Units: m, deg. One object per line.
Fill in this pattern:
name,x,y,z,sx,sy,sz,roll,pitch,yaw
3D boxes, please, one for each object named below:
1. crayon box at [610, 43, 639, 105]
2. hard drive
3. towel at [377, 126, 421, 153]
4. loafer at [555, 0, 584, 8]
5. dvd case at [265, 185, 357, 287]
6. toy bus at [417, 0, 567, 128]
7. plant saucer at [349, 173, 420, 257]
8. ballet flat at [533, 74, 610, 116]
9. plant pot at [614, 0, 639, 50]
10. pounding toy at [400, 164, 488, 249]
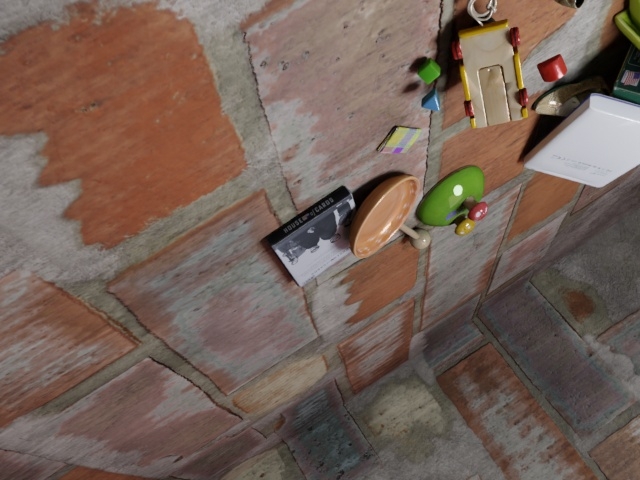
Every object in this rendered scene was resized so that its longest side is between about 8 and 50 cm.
crayon box,0.703,-0.326,1.412,0.202,0.081,0.318,-62,160,-12
hard drive,0.621,-0.213,1.402,0.319,0.210,0.040,113,-8,-74
towel,0.144,-0.182,1.132,0.083,0.009,0.060,-8,143,-47
loafer,0.432,-0.436,0.996,0.056,0.050,0.148,-22,152,-28
dvd case,0.000,0.000,1.249,0.179,0.029,0.239,-34,156,-4
toy bus,0.267,-0.283,0.992,0.202,0.191,0.104,-55,-167,37
plant saucer,0.123,-0.053,1.261,0.200,0.037,0.200,-41,155,-24
ballet flat,0.560,-0.309,1.367,0.206,0.067,0.073,-25,156,-21
plant pot,0.713,-0.438,1.158,0.227,0.228,0.207,-30,161,-13
pounding toy,0.306,-0.055,1.446,0.237,0.110,0.183,-40,155,8
